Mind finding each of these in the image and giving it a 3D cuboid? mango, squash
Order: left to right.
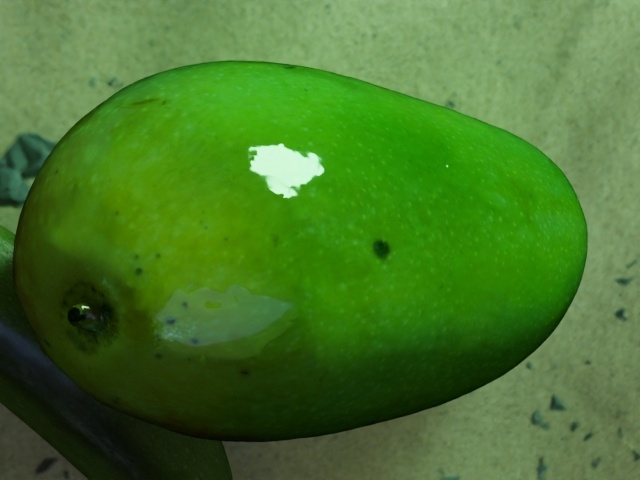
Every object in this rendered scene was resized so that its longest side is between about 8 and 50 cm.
[{"bbox_3d":[-0.134,0.090,1.107,0.094,0.094,0.341,-43,118,1],"label":"squash"},{"bbox_3d":[0.000,0.000,1.051,0.382,0.225,0.201,-8,120,-39],"label":"mango"}]
